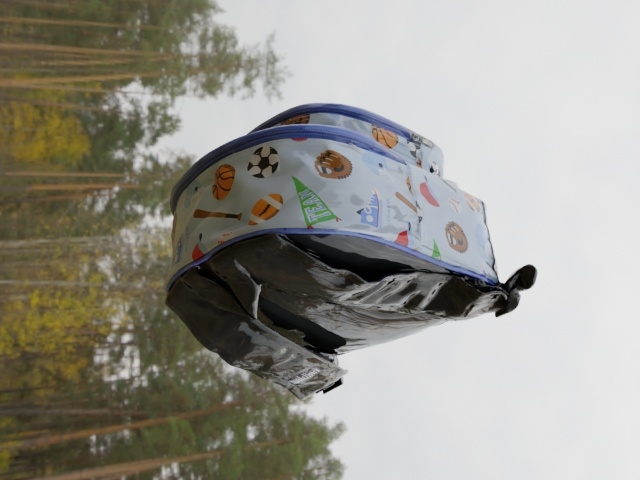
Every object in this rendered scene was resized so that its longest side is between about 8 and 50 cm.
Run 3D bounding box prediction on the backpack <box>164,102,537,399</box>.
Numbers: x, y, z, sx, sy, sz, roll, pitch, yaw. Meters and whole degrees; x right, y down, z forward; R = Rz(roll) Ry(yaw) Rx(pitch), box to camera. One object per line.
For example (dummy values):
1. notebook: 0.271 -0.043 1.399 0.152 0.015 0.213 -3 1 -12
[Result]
1. backpack: 0.000 0.000 0.626 0.276 0.263 0.213 -33 -123 35
